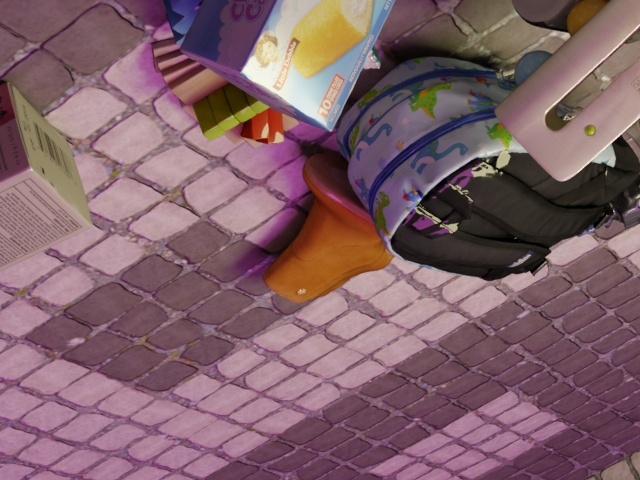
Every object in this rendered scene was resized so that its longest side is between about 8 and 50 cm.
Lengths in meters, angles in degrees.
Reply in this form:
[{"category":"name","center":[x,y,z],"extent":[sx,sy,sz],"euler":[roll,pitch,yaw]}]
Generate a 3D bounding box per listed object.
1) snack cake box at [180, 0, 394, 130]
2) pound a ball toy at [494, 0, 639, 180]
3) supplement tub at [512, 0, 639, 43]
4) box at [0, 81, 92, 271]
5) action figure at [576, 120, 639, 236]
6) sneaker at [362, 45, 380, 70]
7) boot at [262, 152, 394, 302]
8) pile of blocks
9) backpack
[{"category":"snack cake box","center":[-0.004,-0.257,1.324],"extent":[0.152,0.089,0.264],"euler":[28,88,-53]},{"category":"pound a ball toy","center":[0.323,-0.211,1.436],"extent":[0.319,0.136,0.208],"euler":[-44,176,18]},{"category":"supplement tub","center":[0.318,-0.288,1.581],"extent":[0.190,0.117,0.117],"euler":[3,142,-36]},{"category":"box","center":[-0.391,-0.044,1.515],"extent":[0.232,0.126,0.148],"euler":[-25,150,7]},{"category":"action figure","center":[0.531,-0.072,2.005],"extent":[0.341,0.178,0.330],"euler":[-29,139,8]},{"category":"sneaker","center":[0.007,-0.224,1.545],"extent":[0.076,0.065,0.166],"euler":[-25,148,13]},{"category":"boot","center":[0.000,-0.001,1.850],"extent":[0.211,0.104,0.295],"euler":[-34,151,20]},{"category":"pile of blocks","center":[-0.097,-0.194,1.476],"extent":[0.149,0.112,0.362],"euler":[-17,149,-8]},{"category":"backpack","center":[0.185,-0.083,1.725],"extent":[0.290,0.273,0.355],"euler":[-39,167,31]}]
